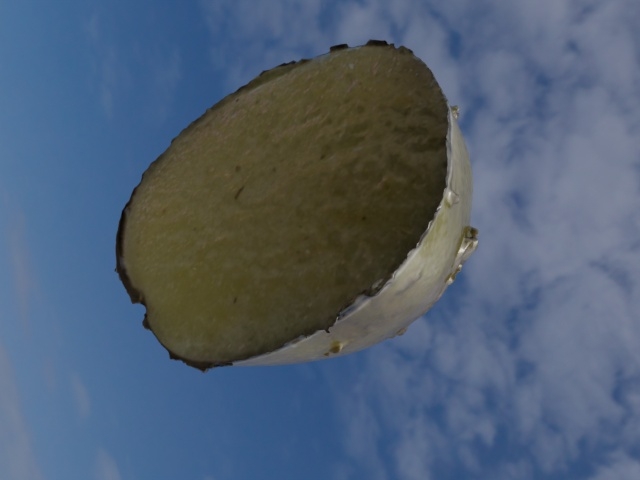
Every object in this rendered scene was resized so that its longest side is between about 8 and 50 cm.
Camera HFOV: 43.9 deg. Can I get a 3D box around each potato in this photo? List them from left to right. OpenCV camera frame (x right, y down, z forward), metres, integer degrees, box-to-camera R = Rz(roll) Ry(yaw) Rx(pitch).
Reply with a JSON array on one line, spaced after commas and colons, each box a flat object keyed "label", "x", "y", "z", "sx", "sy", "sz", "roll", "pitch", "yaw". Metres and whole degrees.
[{"label": "potato", "x": 0.000, "y": 0.000, "z": 0.431, "sx": 0.202, "sy": 0.117, "sz": 0.182, "roll": -24, "pitch": -129, "yaw": 23}]
